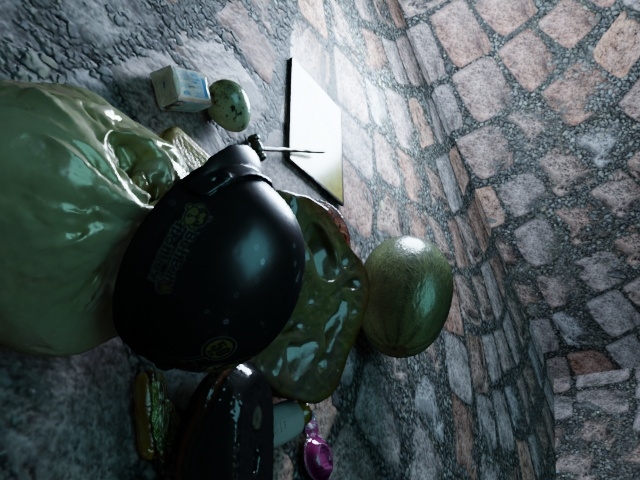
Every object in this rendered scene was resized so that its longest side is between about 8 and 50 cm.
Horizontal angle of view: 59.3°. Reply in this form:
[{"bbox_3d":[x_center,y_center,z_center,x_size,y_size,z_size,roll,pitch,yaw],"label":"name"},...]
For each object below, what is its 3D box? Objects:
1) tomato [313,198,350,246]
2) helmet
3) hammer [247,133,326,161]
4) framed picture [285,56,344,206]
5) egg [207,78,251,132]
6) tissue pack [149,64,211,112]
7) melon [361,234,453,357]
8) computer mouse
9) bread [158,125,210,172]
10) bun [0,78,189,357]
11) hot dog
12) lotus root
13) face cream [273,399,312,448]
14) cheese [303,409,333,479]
[{"bbox_3d":[-0.011,-0.004,1.254,0.138,0.091,0.159,-12,70,-39],"label":"tomato"},{"bbox_3d":[-0.100,0.038,0.665,0.279,0.160,0.230,-57,158,-8],"label":"helmet"},{"bbox_3d":[-0.067,-0.215,1.322,0.292,0.029,0.058,-12,85,-57],"label":"hammer"},{"bbox_3d":[-0.009,-0.288,1.497,0.255,0.014,0.339,37,45,-47],"label":"framed picture"},{"bbox_3d":[-0.181,-0.266,1.116,0.110,0.085,0.085,57,32,-38],"label":"egg"},{"bbox_3d":[-0.252,-0.274,1.024,0.094,0.058,0.074,-11,86,-61],"label":"tissue pack"},{"bbox_3d":[0.212,0.137,1.420,0.249,0.248,0.329,49,39,-36],"label":"melon"},{"bbox_3d":[-0.140,0.336,0.825,0.183,0.116,0.324,18,71,-68],"label":"computer mouse"},{"bbox_3d":[-0.240,-0.137,0.973,0.115,0.056,0.082,42,40,-33],"label":"bread"},{"bbox_3d":[-0.277,-0.038,0.681,0.361,0.212,0.362,33,52,-56],"label":"bun"},{"bbox_3d":[-0.232,0.244,0.794,0.056,0.041,0.133,13,63,-57],"label":"hot dog"},{"bbox_3d":[-0.044,0.104,1.053,0.374,0.111,0.391,-7,87,-50],"label":"lotus root"},{"bbox_3d":[-0.081,0.330,1.000,0.182,0.051,0.072,-1,77,-59],"label":"face cream"},{"bbox_3d":[-0.009,0.405,1.098,0.095,0.038,0.145,20,52,-57],"label":"cheese"}]
